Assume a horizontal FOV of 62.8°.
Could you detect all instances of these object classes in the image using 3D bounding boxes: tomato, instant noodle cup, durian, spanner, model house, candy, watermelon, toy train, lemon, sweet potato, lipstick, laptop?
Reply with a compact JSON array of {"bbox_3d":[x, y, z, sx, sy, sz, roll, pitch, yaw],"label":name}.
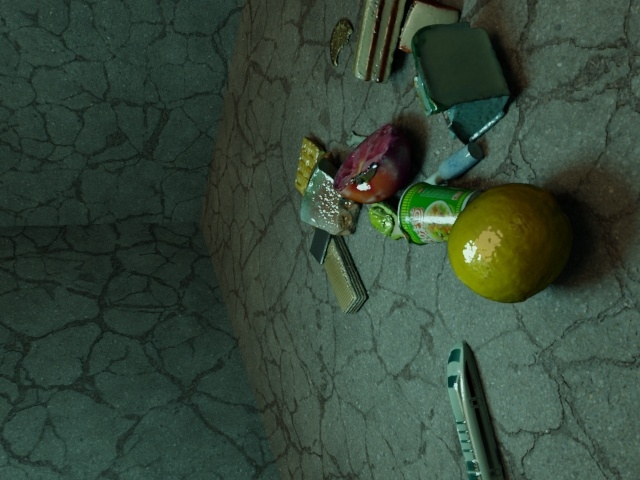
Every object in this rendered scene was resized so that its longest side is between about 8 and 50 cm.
[{"bbox_3d":[0.213,-0.261,1.860,0.335,0.176,0.289,-34,28,47],"label":"tomato"},{"bbox_3d":[0.380,-0.072,1.552,0.233,0.207,0.206,9,100,54],"label":"instant noodle cup"},{"bbox_3d":[0.242,-0.074,1.894,0.106,0.132,0.375,-56,33,7],"label":"durian"},{"bbox_3d":[0.185,-0.394,2.071,0.302,0.018,0.071,29,117,58],"label":"spanner"},{"bbox_3d":[0.378,-0.439,1.526,0.248,0.230,0.280,91,169,-70],"label":"model house"},{"bbox_3d":[0.200,-0.720,1.834,0.179,0.135,0.320,-86,8,-63],"label":"candy"},{"bbox_3d":[0.023,-0.178,2.161,0.302,0.151,0.264,39,126,28],"label":"watermelon"},{"bbox_3d":[0.442,0.509,1.575,0.086,0.088,0.406,-39,57,58],"label":"toy train"},{"bbox_3d":[0.463,0.007,1.288,0.297,0.297,0.296,9,100,62],"label":"lemon"},{"bbox_3d":[-0.006,-0.225,2.360,0.109,0.109,0.385,53,140,47],"label":"sweet potato"},{"bbox_3d":[0.393,-0.213,1.637,0.274,0.061,0.068,-40,60,56],"label":"lipstick"},{"bbox_3d":[0.000,0.000,2.295,0.129,0.016,0.180,50,132,50],"label":"laptop"}]

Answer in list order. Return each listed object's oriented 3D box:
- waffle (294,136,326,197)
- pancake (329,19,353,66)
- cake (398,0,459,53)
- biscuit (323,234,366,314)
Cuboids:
[{"bbox_3d":[-0.050,-0.337,2.483,0.168,0.057,0.274,48,134,50],"label":"waffle"},{"bbox_3d":[0.086,-0.841,2.222,0.190,0.020,0.184,3,94,64],"label":"pancake"},{"bbox_3d":[0.352,-0.697,1.693,0.262,0.160,0.158,-70,-2,-57],"label":"cake"},{"bbox_3d":[0.078,0.104,2.251,0.144,0.079,0.426,-61,41,43],"label":"biscuit"}]
